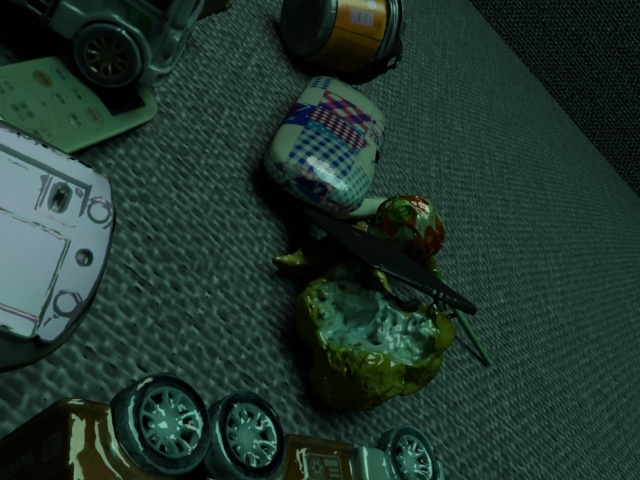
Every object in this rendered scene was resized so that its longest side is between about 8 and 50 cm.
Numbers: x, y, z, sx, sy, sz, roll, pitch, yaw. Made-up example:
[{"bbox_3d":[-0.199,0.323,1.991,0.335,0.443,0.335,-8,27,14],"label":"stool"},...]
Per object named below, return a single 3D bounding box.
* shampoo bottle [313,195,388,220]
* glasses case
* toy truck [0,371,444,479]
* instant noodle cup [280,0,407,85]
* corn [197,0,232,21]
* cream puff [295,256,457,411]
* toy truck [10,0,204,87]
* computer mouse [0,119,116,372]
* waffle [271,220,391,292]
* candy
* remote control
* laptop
[{"bbox_3d":[0.039,-0.042,0.919,0.141,0.049,0.034,0,103,-51],"label":"shampoo bottle"},{"bbox_3d":[0.014,-0.129,0.923,0.125,0.076,0.327,28,29,-5],"label":"glasses case"},{"bbox_3d":[-0.045,0.193,0.442,0.305,0.136,0.162,22,48,-40],"label":"toy truck"},{"bbox_3d":[0.020,-0.328,1.100,0.126,0.177,0.208,-1,26,-38],"label":"instant noodle cup"},{"bbox_3d":[-0.233,-0.384,0.816,0.344,0.131,0.131,50,29,-9],"label":"corn"},{"bbox_3d":[0.041,0.096,0.703,0.156,0.121,0.156,1,57,-1],"label":"cream puff"},{"bbox_3d":[-0.253,-0.288,0.604,0.367,0.175,0.146,32,32,-19],"label":"toy truck"},{"bbox_3d":[-0.265,-0.036,0.394,0.310,0.072,0.158,26,58,-27],"label":"computer mouse"},{"bbox_3d":[0.000,0.000,0.822,0.191,0.032,0.125,25,41,-43],"label":"waffle"},{"bbox_3d":[0.154,0.061,0.941,0.078,0.084,0.287,-46,119,-25],"label":"candy"},{"bbox_3d":[-0.232,-0.097,0.585,0.090,0.038,0.309,51,28,-4],"label":"remote control"},{"bbox_3d":[0.062,0.013,0.756,0.135,0.016,0.197,25,7,-29],"label":"laptop"}]
